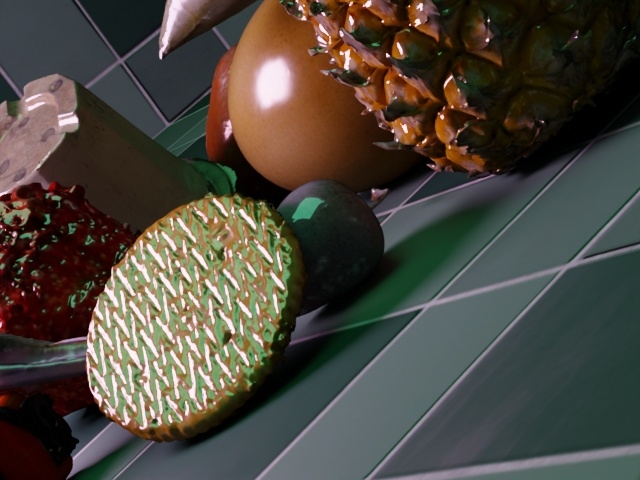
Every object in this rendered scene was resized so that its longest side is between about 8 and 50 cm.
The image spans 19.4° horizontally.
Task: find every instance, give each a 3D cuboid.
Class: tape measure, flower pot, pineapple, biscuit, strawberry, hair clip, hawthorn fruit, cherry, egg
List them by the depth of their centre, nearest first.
[{"bbox_3d":[-0.116,0.070,1.726,0.254,0.035,0.254,-20,52,28],"label":"biscuit"},{"bbox_3d":[0.155,-0.238,1.768,0.352,0.300,0.352,-41,1,1],"label":"pineapple"},{"bbox_3d":[-0.381,0.274,1.796,0.253,0.114,0.260,-31,12,27],"label":"tape measure"},{"bbox_3d":[-0.002,0.007,1.807,0.188,0.115,0.148,-167,91,-85],"label":"cherry"},{"bbox_3d":[-0.243,0.109,1.857,0.358,0.110,0.096,-4,59,2],"label":"hair clip"},{"bbox_3d":[-0.277,0.066,2.011,0.220,0.274,0.274,1,35,43],"label":"strawberry"},{"bbox_3d":[0.026,-0.178,2.073,0.322,0.250,0.250,-37,7,44],"label":"egg"},{"bbox_3d":[-0.282,-0.051,2.245,0.290,0.259,0.290,-28,39,26],"label":"flower pot"},{"bbox_3d":[-0.068,-0.134,2.407,0.199,0.199,0.251,-19,44,56],"label":"hawthorn fruit"}]

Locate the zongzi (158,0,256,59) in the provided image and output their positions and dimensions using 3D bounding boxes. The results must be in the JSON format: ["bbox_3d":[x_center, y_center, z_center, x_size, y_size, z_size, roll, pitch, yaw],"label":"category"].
[{"bbox_3d":[0.020,-0.367,1.967,0.356,0.174,0.393,-13,-40,-39],"label":"zongzi"}]
